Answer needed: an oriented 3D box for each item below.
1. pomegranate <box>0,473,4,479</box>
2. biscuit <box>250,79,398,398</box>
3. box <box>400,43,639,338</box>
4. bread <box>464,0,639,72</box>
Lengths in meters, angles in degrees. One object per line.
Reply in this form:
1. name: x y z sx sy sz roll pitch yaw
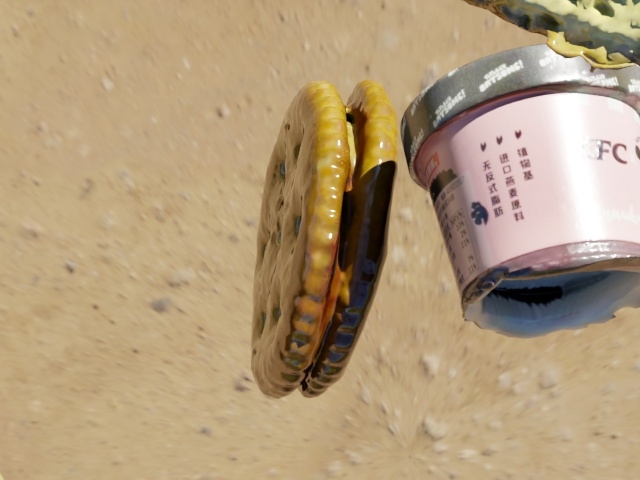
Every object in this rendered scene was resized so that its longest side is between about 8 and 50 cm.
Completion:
1. pomegranate: -0.332 0.200 1.011 0.319 0.319 0.319 0 83 3
2. biscuit: 0.000 0.000 1.169 0.066 0.220 0.221 9 83 -10
3. box: 0.131 -0.022 1.033 0.151 0.151 0.135 -9 66 2
4. bread: 0.180 -0.146 0.762 0.229 0.139 0.143 22 121 24
